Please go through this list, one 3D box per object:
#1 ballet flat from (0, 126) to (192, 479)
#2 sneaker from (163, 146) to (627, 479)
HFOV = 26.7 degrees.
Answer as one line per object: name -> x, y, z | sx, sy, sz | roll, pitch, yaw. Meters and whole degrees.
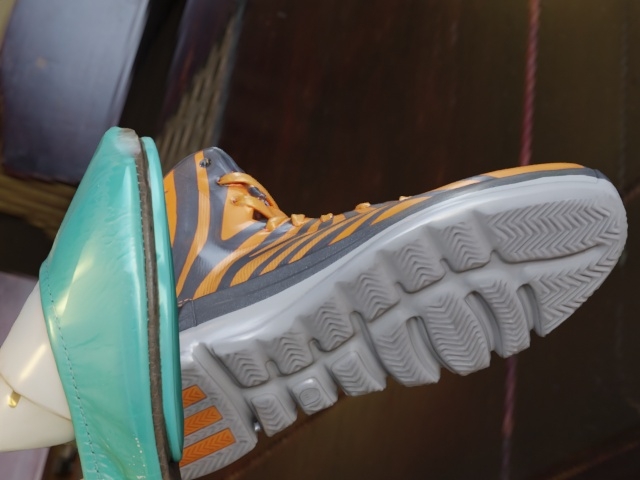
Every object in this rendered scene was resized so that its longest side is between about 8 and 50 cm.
ballet flat -> -0.081, 0.086, 0.490 | 0.083, 0.087, 0.247 | -142, 42, -80
sneaker -> 0.000, 0.000, 0.771 | 0.180, 0.321, 0.124 | -109, -1, -49
